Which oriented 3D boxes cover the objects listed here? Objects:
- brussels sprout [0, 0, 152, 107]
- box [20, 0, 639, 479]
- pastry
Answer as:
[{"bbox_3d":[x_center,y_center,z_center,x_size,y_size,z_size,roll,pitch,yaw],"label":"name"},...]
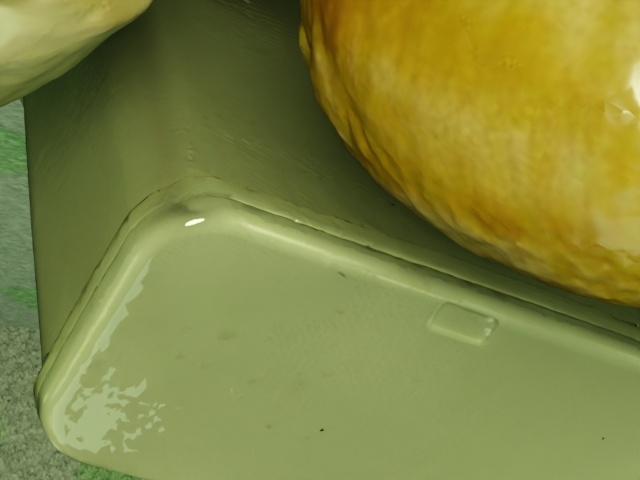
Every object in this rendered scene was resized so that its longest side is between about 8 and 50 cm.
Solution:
[{"bbox_3d":[-0.218,-0.147,0.785,0.273,0.243,0.316,1,-175,-32],"label":"brussels sprout"},{"bbox_3d":[0.000,0.000,1.039,0.352,0.177,0.344,18,-152,-26],"label":"box"},{"bbox_3d":[0.160,-0.069,0.700,0.356,0.164,0.356,16,-152,-8],"label":"pastry"}]
